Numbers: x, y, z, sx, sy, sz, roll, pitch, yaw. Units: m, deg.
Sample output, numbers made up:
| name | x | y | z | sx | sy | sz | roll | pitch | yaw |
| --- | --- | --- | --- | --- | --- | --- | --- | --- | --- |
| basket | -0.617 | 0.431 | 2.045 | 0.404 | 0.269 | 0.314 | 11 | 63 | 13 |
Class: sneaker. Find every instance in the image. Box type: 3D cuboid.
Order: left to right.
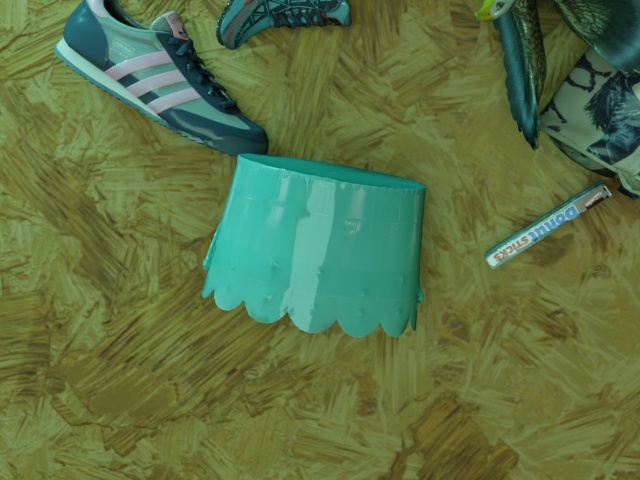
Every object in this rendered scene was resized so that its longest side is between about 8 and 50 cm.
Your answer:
| name | x | y | z | sx | sy | sz | roll | pitch | yaw |
| --- | --- | --- | --- | --- | --- | --- | --- | --- | --- |
| sneaker | -0.191 | -0.222 | 1.643 | 0.319 | 0.112 | 0.131 | 30 | 104 | 2 |
| sneaker | -0.015 | -0.315 | 1.611 | 0.262 | 0.104 | 0.125 | -36 | 94 | 11 |

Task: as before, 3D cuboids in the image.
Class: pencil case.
| name | x | y | z | sx | sy | sz | roll | pitch | yaw |
| --- | --- | --- | --- | --- | --- | --- | --- | --- | --- |
| pencil case | 0.448 | -0.249 | 1.520 | 0.183 | 0.160 | 0.410 | 44 | 103 | 34 |

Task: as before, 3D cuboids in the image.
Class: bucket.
| name | x | y | z | sx | sy | sz | roll | pitch | yaw |
| --- | --- | --- | --- | --- | --- | --- | --- | --- | --- |
| bucket | 0.000 | 0.000 | 1.573 | 0.281 | 0.281 | 0.183 | 11 | 98 | 6 |

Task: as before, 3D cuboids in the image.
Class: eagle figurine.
| name | x | y | z | sx | sy | sz | roll | pitch | yaw |
| --- | --- | --- | --- | --- | --- | --- | --- | --- | --- |
| eagle figurine | 0.253 | -0.286 | 1.477 | 0.225 | 0.226 | 0.298 | -42 | 98 | -8 |

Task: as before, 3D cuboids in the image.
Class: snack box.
| name | x | y | z | sx | sy | sz | roll | pitch | yaw |
| --- | --- | --- | --- | --- | --- | --- | --- | --- | --- |
| snack box | 0.293 | -0.021 | 1.627 | 0.178 | 0.064 | 0.022 | -33 | 91 | 11 |
